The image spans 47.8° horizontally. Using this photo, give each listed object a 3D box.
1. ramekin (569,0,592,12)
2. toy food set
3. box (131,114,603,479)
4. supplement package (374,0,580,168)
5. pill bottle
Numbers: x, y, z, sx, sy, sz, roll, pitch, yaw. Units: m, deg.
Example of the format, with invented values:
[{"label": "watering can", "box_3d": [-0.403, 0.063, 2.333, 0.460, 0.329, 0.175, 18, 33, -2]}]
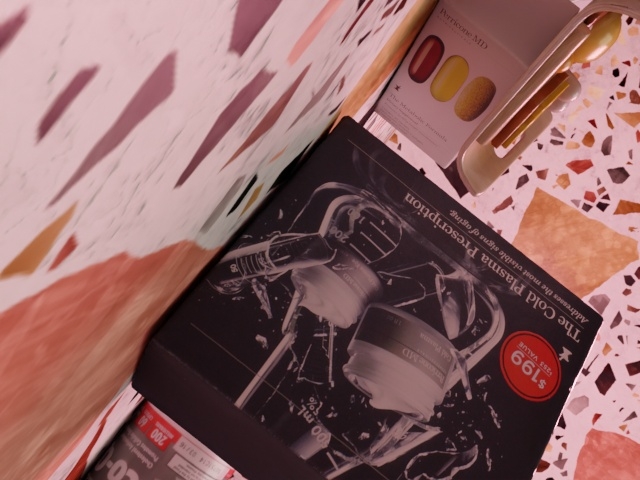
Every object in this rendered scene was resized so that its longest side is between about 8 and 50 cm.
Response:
[{"label": "ramekin", "box_3d": [0.303, -0.325, 1.029, 0.207, 0.109, 0.207, -23, 161, -8]}, {"label": "toy food set", "box_3d": [0.295, -0.184, 0.804, 0.220, 0.092, 0.306, -41, 173, -35]}, {"label": "box", "box_3d": [0.051, 0.113, 0.722, 0.312, 0.343, 0.179, -53, -179, -30]}, {"label": "supplement package", "box_3d": [0.193, -0.231, 0.943, 0.134, 0.139, 0.244, -49, 176, -27]}, {"label": "pill bottle", "box_3d": [-0.255, 0.367, 0.988, 0.283, 0.161, 0.161, -52, 179, -12]}]
